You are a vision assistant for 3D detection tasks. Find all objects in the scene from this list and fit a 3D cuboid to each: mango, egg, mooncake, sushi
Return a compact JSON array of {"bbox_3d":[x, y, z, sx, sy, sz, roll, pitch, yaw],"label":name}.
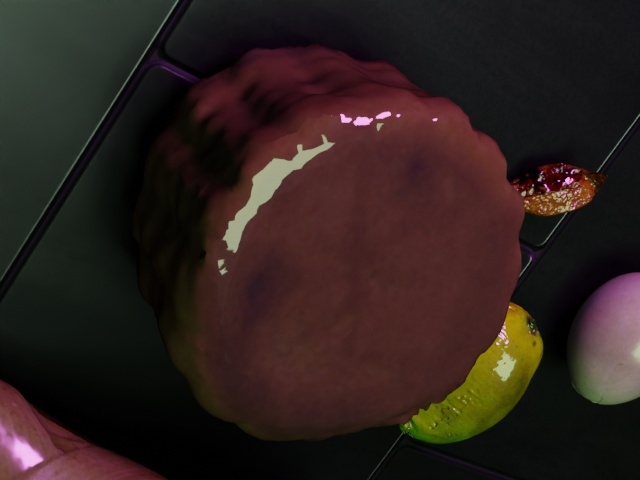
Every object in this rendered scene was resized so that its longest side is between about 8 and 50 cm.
[{"bbox_3d":[0.145,0.131,1.379,0.119,0.100,0.178,36,111,-8],"label":"mango"},{"bbox_3d":[0.319,0.104,1.441,0.114,0.114,0.152,18,114,-36],"label":"egg"},{"bbox_3d":[-0.001,0.000,1.153,0.324,0.187,0.324,-14,124,-22],"label":"mooncake"},{"bbox_3d":[0.223,-0.053,1.325,0.099,0.050,0.047,-17,132,-6],"label":"sushi"}]

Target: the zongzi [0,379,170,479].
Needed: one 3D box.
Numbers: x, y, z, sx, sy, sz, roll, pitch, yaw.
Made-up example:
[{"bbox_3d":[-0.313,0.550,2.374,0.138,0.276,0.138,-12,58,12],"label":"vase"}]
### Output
[{"bbox_3d":[-0.107,0.261,1.121,0.499,0.218,0.467,2,130,18],"label":"zongzi"}]
